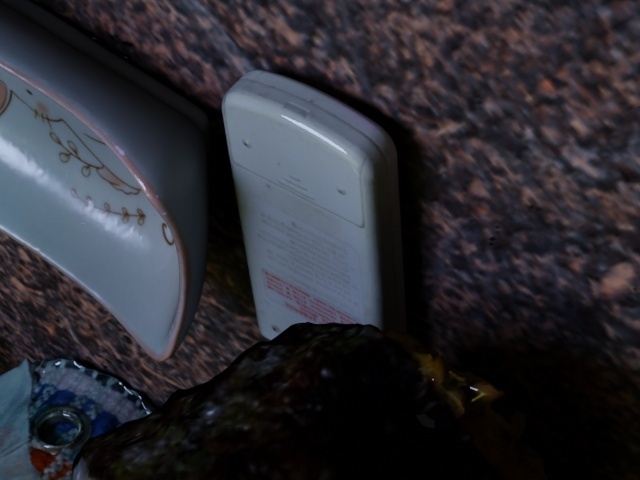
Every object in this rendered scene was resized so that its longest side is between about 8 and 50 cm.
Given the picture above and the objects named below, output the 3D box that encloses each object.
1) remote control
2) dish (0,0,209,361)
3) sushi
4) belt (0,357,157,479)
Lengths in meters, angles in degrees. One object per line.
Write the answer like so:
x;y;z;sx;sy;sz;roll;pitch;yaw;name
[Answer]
0.000;0.000;0.798;0.087;0.029;0.190;27;148;25;remote control
-0.135;-0.051;0.850;0.212;0.077;0.151;32;149;18;dish
0.002;0.164;0.810;0.234;0.207;0.348;39;159;31;sushi
-0.149;0.206;1.105;0.257;0.150;0.207;43;140;-2;belt
